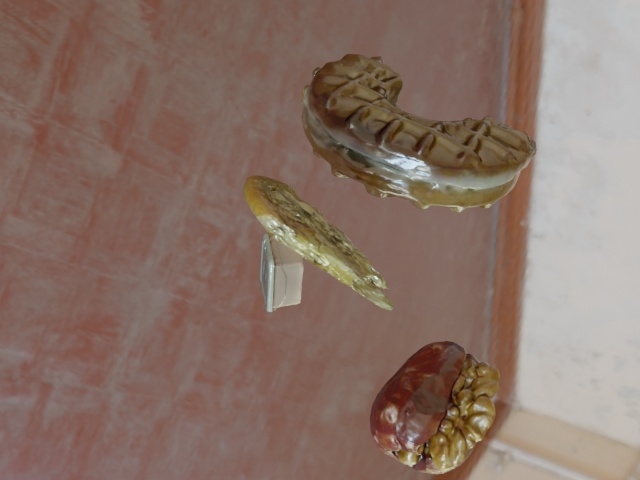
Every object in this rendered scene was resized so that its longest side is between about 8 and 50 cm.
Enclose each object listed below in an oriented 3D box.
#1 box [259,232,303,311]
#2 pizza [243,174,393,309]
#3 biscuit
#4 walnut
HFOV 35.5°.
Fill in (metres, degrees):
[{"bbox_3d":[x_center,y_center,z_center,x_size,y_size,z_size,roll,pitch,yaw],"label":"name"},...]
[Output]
[{"bbox_3d":[-0.066,0.053,1.697,0.089,0.062,0.122,-106,-165,-44],"label":"box"},{"bbox_3d":[0.000,0.000,1.320,0.034,0.262,0.181,-52,175,14],"label":"pizza"},{"bbox_3d":[0.125,-0.161,1.514,0.268,0.366,0.115,-37,148,-51],"label":"biscuit"},{"bbox_3d":[0.230,0.313,1.909,0.222,0.244,0.269,41,59,-21],"label":"walnut"}]
